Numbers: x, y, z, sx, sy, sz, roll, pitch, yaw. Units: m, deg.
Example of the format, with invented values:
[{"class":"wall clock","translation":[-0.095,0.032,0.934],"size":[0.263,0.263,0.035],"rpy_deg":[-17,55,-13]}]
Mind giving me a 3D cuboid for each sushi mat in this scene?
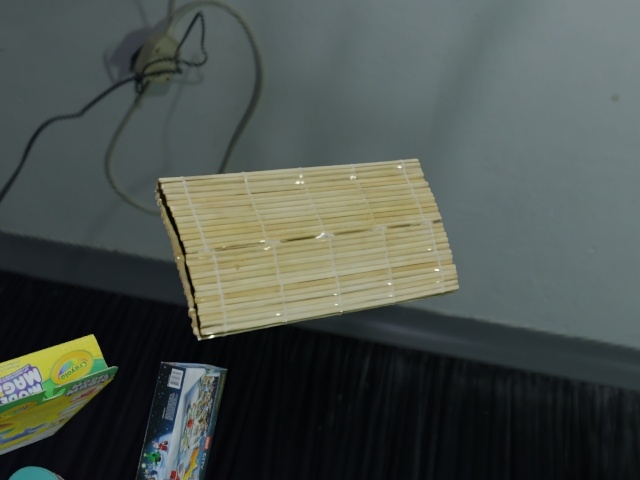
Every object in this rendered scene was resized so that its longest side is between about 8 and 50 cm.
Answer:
[{"class":"sushi mat","translation":[0.000,0.000,0.912],"size":[0.316,0.152,0.019],"rpy_deg":[-7,165,-35]}]

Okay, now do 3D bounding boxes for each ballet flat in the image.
[{"class":"ballet flat","translation":[-0.512,0.528,1.813],"size":[0.316,0.107,0.106],"rpy_deg":[5,123,49]}]

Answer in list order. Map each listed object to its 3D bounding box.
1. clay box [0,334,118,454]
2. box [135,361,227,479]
[{"class":"clay box","translation":[-0.285,0.153,0.876],"size":[0.222,0.127,0.053],"rpy_deg":[-41,71,48]},{"class":"box","translation":[-0.211,0.301,1.398],"size":[0.044,0.233,0.159],"rpy_deg":[10,174,16]}]
